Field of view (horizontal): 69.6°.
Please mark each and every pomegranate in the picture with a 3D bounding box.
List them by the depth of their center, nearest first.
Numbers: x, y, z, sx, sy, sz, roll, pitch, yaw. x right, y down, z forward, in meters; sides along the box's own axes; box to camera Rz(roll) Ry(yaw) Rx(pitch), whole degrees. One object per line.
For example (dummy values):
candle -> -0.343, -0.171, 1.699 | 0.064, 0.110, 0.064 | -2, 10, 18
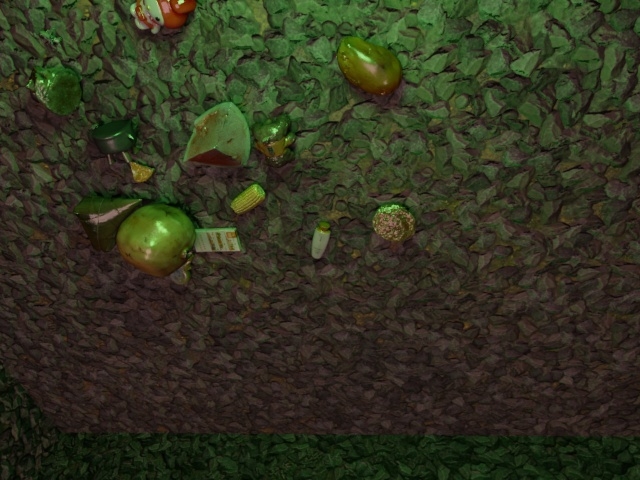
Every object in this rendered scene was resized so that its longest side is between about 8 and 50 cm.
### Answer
pomegranate -> -0.710, 0.007, 2.013 | 0.332, 0.332, 0.332 | 4, 126, 5

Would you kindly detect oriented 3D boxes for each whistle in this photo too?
whistle -> -0.669, 0.133, 2.262 | 0.104, 0.057, 0.198 | 35, 116, 2

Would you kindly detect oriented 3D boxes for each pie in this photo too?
pie -> 0.316, -0.076, 1.951 | 0.193, 0.079, 0.163 | 26, 120, -8

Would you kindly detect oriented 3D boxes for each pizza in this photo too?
pizza -> -0.772, -0.305, 1.972 | 0.123, 0.026, 0.108 | -26, 115, 27

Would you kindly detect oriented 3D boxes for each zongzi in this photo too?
zongzi -> -0.924, -0.073, 2.098 | 0.300, 0.145, 0.274 | -2, 130, 2

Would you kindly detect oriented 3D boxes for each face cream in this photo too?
face cream -> 0.000, 0.000, 2.066 | 0.072, 0.051, 0.182 | 16, 125, 1

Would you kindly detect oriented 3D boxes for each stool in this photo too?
stool -> -0.826, -0.401, 1.852 | 0.228, 0.153, 0.139 | 31, 144, 41

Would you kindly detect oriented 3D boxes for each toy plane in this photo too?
toy plane -> -0.989, -0.742, 1.682 | 0.083, 0.033, 0.080 | 23, 140, -8

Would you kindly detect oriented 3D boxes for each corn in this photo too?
corn -> -0.312, -0.175, 1.977 | 0.165, 0.063, 0.085 | -29, 126, 27

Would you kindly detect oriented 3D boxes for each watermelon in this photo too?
watermelon -> -0.403, -0.384, 1.783 | 0.260, 0.176, 0.256 | 0, 121, 36

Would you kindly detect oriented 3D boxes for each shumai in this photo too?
shumai -> -1.023, -0.573, 1.755 | 0.142, 0.184, 0.184 | 28, 128, 18

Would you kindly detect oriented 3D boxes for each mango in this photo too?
mango -> 0.168, -0.598, 1.567 | 0.248, 0.151, 0.156 | 33, 92, -8

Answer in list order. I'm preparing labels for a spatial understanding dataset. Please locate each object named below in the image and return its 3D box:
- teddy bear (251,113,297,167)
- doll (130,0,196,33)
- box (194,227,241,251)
teddy bear -> -0.176, -0.370, 1.780 | 0.177, 0.140, 0.190 | -11, 132, 12
doll -> -0.506, -0.786, 1.521 | 0.290, 0.130, 0.161 | -7, 112, 30
box -> -0.489, -0.003, 2.147 | 0.220, 0.032, 0.122 | -1, 124, 10
